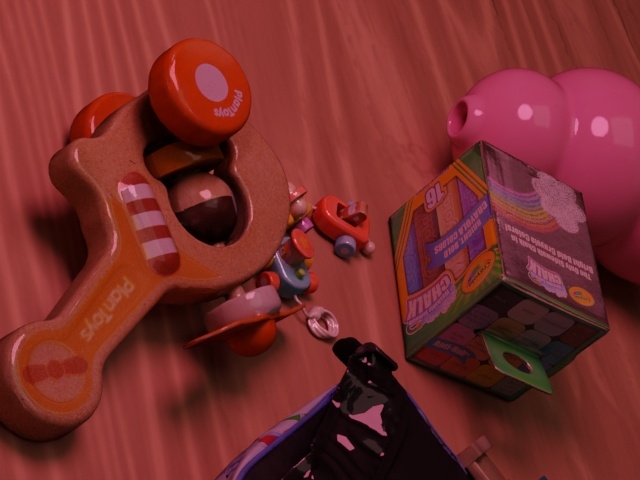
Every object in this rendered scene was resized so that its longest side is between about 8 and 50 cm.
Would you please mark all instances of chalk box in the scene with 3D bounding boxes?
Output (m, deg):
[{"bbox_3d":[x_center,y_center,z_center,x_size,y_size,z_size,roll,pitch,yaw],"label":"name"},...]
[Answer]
[{"bbox_3d":[0.157,0.047,1.722,0.132,0.132,0.213,26,42,-30],"label":"chalk box"}]

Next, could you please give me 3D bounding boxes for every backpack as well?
[{"bbox_3d":[0.009,0.238,1.315,0.276,0.213,0.263,49,26,12],"label":"backpack"}]

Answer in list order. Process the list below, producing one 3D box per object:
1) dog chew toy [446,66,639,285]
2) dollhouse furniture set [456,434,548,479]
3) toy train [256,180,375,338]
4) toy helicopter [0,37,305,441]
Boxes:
[{"bbox_3d":[0.270,-0.074,1.912,0.331,0.206,0.207,15,46,-26],"label":"dog chew toy"},{"bbox_3d":[0.122,0.238,1.534,0.129,0.129,0.183,52,11,7],"label":"dollhouse furniture set"},{"bbox_3d":[0.000,0.000,1.672,0.125,0.046,0.166,35,37,-17],"label":"toy train"},{"bbox_3d":[-0.127,0.031,1.473,0.235,0.140,0.355,49,45,-14],"label":"toy helicopter"}]
